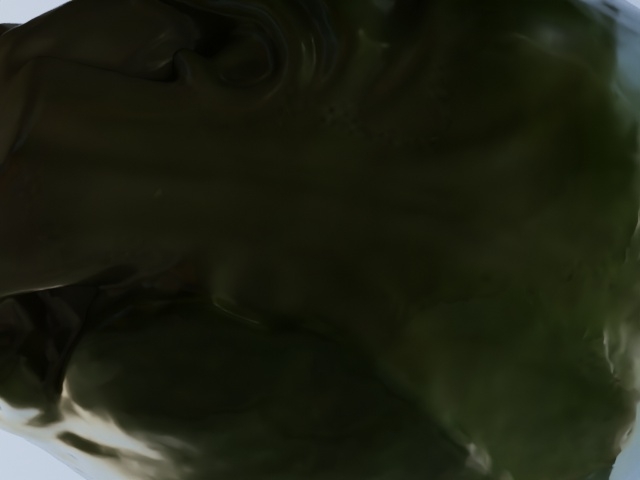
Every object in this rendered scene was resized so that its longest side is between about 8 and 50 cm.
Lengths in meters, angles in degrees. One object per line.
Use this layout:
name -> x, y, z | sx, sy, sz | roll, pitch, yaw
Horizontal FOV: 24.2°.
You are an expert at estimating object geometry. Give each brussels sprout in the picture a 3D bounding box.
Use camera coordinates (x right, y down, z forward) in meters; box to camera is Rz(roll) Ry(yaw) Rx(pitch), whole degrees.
brussels sprout -> -0.002, 0.004, 0.640 | 0.355, 0.289, 0.281 | 10, -81, -23
